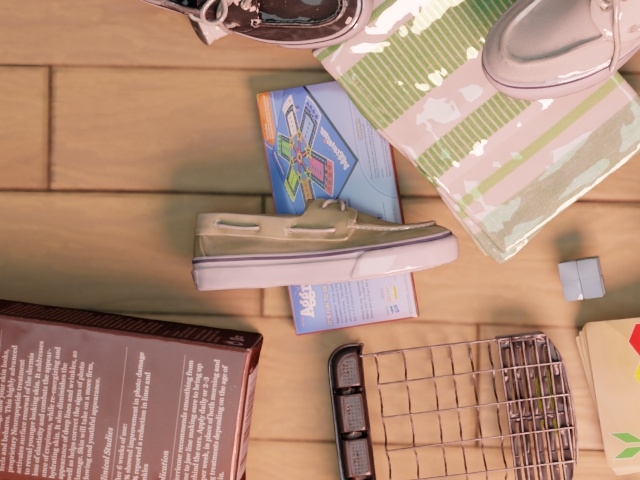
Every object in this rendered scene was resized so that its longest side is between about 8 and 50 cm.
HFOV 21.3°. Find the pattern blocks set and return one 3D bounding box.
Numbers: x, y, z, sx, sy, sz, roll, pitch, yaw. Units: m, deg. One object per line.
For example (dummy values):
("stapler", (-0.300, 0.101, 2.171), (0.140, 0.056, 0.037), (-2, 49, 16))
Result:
("pattern blocks set", (0.371, 0.171, 1.881), (0.285, 0.026, 0.324), (2, 100, 24))

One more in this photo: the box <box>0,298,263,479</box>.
("box", (-0.266, 0.180, 1.925), (0.382, 0.143, 0.191), (8, 95, 3))

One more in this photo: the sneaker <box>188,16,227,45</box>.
("sneaker", (-0.137, -0.301, 1.930), (0.061, 0.054, 0.152), (-26, 94, -10))

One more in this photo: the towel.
("towel", (0.181, -0.163, 1.872), (0.248, 0.038, 0.325), (-41, 98, 16))

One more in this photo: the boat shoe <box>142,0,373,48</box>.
("boat shoe", (-0.098, -0.280, 1.831), (0.306, 0.105, 0.113), (19, 100, 10))

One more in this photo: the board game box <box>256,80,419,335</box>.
("board game box", (0.020, -0.040, 1.940), (0.145, 0.027, 0.281), (-9, 93, 4))

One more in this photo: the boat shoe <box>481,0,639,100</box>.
("boat shoe", (0.314, -0.265, 1.707), (0.367, 0.156, 0.135), (-24, 69, 17))

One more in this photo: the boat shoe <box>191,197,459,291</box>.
("boat shoe", (0.000, 0.000, 1.878), (0.302, 0.109, 0.094), (-5, 91, 8))

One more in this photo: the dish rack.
("dish rack", (0.149, 0.207, 1.911), (0.272, 0.074, 0.208), (-7, 86, 3))
